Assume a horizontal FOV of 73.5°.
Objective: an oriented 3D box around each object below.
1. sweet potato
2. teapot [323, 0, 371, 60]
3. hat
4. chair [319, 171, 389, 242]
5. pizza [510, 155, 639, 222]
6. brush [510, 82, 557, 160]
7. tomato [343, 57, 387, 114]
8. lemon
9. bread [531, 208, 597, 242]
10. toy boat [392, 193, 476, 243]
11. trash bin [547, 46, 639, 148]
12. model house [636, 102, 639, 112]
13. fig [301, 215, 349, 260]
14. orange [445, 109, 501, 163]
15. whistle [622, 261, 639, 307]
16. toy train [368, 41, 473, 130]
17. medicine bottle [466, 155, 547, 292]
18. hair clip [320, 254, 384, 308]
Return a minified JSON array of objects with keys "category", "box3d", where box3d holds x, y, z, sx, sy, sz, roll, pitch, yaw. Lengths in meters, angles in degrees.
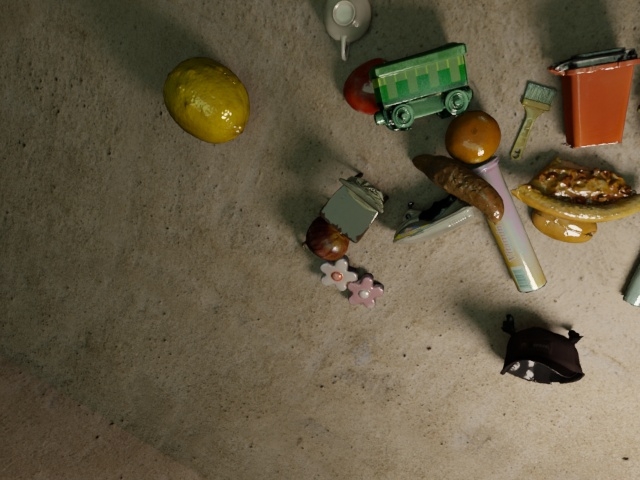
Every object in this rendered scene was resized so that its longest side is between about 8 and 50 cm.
[{"category":"sweet potato","box3d":[0.390,-0.178,1.250,0.092,0.114,0.341,-42,58,-8]},{"category":"teapot","box3d":[0.076,-0.656,1.270,0.145,0.092,0.226,12,114,14]},{"category":"hat","box3d":[0.676,0.328,1.330,0.238,0.336,0.209,-6,68,35]},{"category":"chair","box3d":[0.103,-0.099,1.311,0.160,0.319,0.186,41,110,1]},{"category":"pizza","box3d":[0.735,-0.142,1.215,0.365,0.074,0.182,12,84,10]},{"category":"brush","box3d":[0.607,-0.340,1.252,0.082,0.010,0.218,19,112,10]},{"category":"tomato","box3d":[0.155,-0.461,1.311,0.174,0.082,0.166,-24,100,20]},{"category":"lemon","box3d":[-0.360,-0.448,1.383,0.284,0.260,0.260,24,113,20]},{"category":"bread","box3d":[0.729,-0.052,1.278,0.189,0.077,0.114,24,109,11]},{"category":"toy boat","box3d":[0.348,-0.069,1.355,0.269,0.141,0.141,-12,104,22]},{"category":"trash bin","box3d":[0.709,-0.371,1.134,0.184,0.161,0.239,-2,110,18]},{"category":"model house","box3d":[0.947,-0.342,1.084,0.214,0.195,0.189,-13,79,6]},{"category":"fig","box3d":[0.011,-0.017,1.471,0.202,0.148,0.149,24,85,33]},{"category":"orange","box3d":[0.444,-0.300,1.254,0.156,0.124,0.156,-1,87,14]},{"category":"whistle","box3d":[0.974,0.047,1.242,0.062,0.062,0.312,16,111,12]},{"category":"toy train","box3d":[0.285,-0.430,1.224,0.300,0.120,0.202,-16,107,-2]},{"category":"medicine bottle","box3d":[0.568,-0.044,1.315,0.108,0.108,0.426,-22,102,22]},{"category":"hair clip","box3d":[0.109,0.147,1.536,0.257,0.075,0.146,39,109,-3]}]
